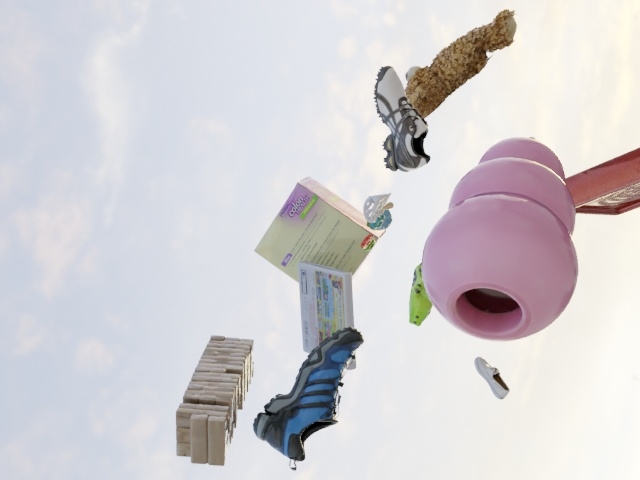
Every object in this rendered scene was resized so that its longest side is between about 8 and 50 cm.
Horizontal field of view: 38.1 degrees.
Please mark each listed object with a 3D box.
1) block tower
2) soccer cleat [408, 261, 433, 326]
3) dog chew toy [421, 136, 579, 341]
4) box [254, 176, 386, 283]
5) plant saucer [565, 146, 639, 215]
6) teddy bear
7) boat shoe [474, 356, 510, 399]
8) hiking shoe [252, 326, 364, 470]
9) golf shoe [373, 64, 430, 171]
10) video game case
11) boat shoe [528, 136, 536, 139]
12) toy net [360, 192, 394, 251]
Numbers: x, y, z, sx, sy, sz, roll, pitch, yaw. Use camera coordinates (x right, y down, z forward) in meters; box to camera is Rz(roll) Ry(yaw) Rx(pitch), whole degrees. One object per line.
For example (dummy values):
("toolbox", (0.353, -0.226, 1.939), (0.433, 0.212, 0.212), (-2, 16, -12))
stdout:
("block tower", (-0.191, 0.283, 1.721), (0.335, 0.091, 0.097), (-76, -10, -71))
("soccer cleat", (0.189, 0.093, 1.692), (0.179, 0.060, 0.072), (-54, -17, -62))
("dog chew toy", (0.262, -0.021, 1.289), (0.331, 0.207, 0.206), (-67, -33, -42))
("box", (0.000, 0.000, 2.302), (0.213, 0.243, 0.117), (-57, -5, 18))
("plant saucer", (0.524, -0.096, 1.532), (0.259, 0.259, 0.047), (0, -109, -45))
("teddy bear", (0.324, -0.431, 2.188), (0.113, 0.338, 0.245), (49, -155, -8))
("boat shoe", (0.347, 0.270, 1.861), (0.035, 0.100, 0.035), (-4, -38, -37))
("hiking shoe", (0.004, 0.318, 1.903), (0.304, 0.132, 0.113), (-49, -22, -8))
("golf shoe", (0.156, -0.224, 1.684), (0.077, 0.094, 0.198), (-28, -69, -47))
("video game case", (0.014, 0.172, 2.168), (0.026, 0.206, 0.226), (-9, -79, -31))
("boat shoe", (0.572, -0.191, 2.580), (0.079, 0.095, 0.254), (-23, -45, -3))
("toy net", (0.117, -0.052, 2.110), (0.122, 0.045, 0.232), (-49, -17, -8))
